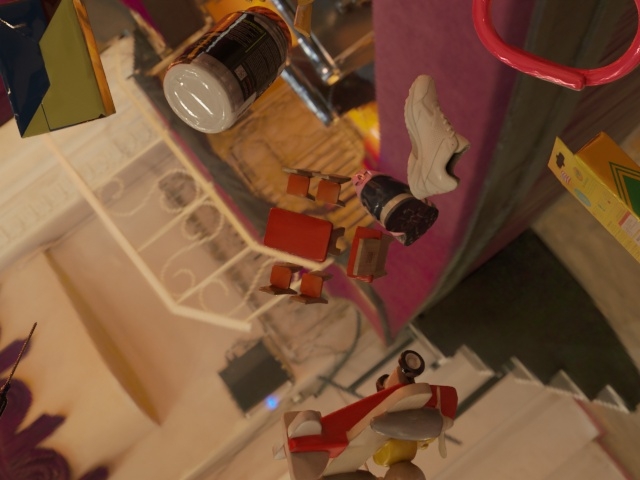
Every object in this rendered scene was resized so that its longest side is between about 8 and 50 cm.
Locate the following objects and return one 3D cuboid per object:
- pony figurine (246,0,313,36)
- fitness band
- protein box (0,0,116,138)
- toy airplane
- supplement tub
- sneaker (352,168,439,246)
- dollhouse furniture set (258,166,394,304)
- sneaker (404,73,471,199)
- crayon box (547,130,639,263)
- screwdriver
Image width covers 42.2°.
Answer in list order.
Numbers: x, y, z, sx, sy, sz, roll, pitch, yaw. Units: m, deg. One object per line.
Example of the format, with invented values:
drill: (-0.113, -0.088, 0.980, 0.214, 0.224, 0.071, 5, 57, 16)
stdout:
pony figurine: (-0.063, -0.750, 2.079, 0.351, 0.363, 0.303, 33, 180, 11)
fitness band: (0.384, -0.360, 1.312, 0.291, 0.209, 0.054, 27, -155, 21)
protein box: (-0.429, -0.281, 1.335, 0.201, 0.136, 0.199, -132, 27, -76)
toy airplane: (0.103, 0.412, 1.658, 0.272, 0.384, 0.386, 58, -173, 21)
supplement tub: (-0.206, -0.409, 1.938, 0.194, 0.316, 0.193, 21, 139, 19)
sneaker: (0.157, -0.076, 1.711, 0.131, 0.112, 0.319, 46, -176, 19)
dollhouse furniture set: (0.000, 0.000, 1.614, 0.259, 0.262, 0.135, 14, -173, 30)
sneaker: (0.222, -0.195, 1.536, 0.090, 0.115, 0.232, -6, -88, -64)
crayon box: (0.607, -0.092, 1.691, 0.318, 0.081, 0.202, 50, 179, 15)
screwdriver: (-0.423, 0.186, 1.142, 0.025, 0.170, 0.024, 37, 140, -21)
